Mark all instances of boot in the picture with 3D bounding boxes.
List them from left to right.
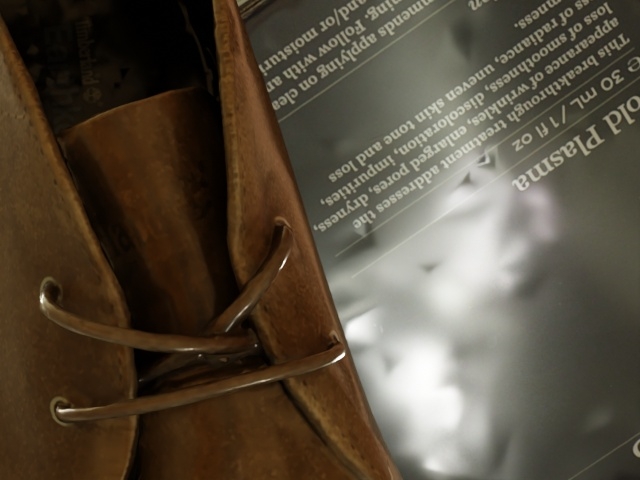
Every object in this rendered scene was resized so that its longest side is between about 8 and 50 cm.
[{"bbox_3d":[-0.033,0.038,0.352,0.115,0.112,0.305,96,-23,-57],"label":"boot"}]

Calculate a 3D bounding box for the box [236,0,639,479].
[{"bbox_3d":[0.000,0.000,0.808,0.312,0.343,0.179,53,6,-32],"label":"box"}]
